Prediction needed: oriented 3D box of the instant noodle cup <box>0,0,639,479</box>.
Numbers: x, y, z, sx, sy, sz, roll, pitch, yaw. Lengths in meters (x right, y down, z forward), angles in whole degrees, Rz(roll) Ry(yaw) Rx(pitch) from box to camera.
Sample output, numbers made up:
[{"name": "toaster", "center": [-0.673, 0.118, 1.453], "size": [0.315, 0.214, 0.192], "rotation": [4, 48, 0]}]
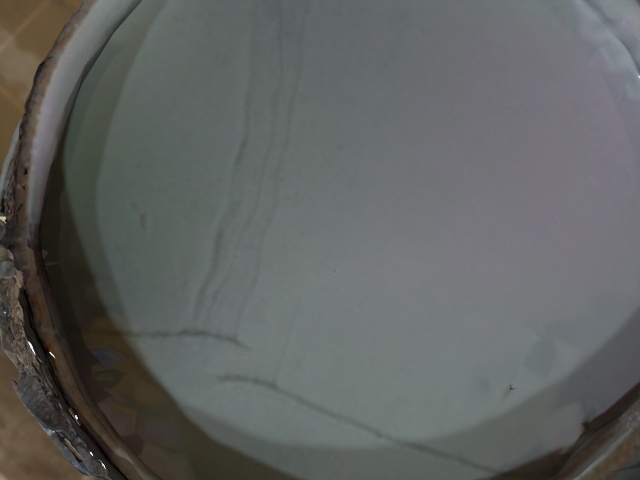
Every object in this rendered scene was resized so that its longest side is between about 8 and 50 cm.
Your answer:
[{"name": "instant noodle cup", "center": [0.000, 0.000, 0.412], "size": [0.217, 0.217, 0.207], "rotation": [48, 172, -4]}]
